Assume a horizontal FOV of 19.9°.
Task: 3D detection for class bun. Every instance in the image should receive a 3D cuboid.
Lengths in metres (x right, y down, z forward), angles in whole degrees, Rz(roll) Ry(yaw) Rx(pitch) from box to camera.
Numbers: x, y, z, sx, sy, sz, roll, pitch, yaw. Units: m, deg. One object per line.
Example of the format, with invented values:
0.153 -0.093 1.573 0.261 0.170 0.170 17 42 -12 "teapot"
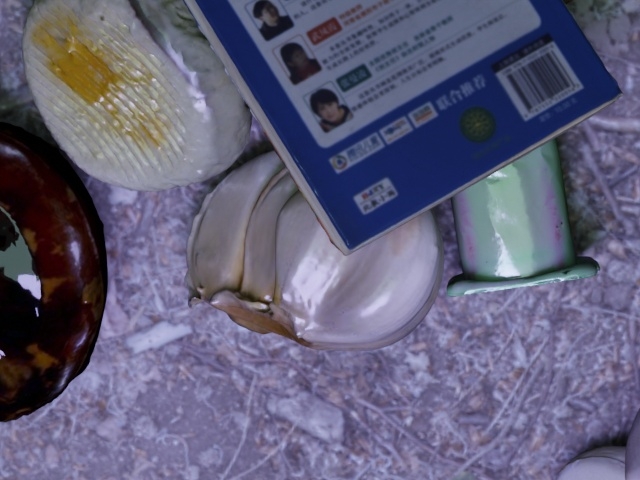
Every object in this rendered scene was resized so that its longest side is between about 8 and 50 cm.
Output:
0.306 0.265 1.822 0.138 0.094 0.138 12 111 36 "bun"
-0.155 -0.164 1.709 0.244 0.153 0.244 20 130 26 "bun"

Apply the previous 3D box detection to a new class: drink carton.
0.182 -0.030 1.741 0.146 0.144 0.142 -10 93 6 "drink carton"

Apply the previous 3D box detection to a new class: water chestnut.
-0.342 0.036 1.716 0.300 0.300 0.300 1 104 4 "water chestnut"

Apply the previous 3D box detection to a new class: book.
0.037 -0.237 1.634 0.300 0.039 0.428 -29 83 -12 "book"

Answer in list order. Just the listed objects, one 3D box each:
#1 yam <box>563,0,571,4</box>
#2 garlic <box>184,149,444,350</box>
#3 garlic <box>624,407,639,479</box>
0.239 -0.268 1.702 0.357 0.081 0.081 -32 99 11 "yam"
0.015 0.006 1.723 0.185 0.281 0.203 24 81 -30 "garlic"
0.434 0.214 1.711 0.340 0.246 0.231 -28 103 -29 "garlic"
